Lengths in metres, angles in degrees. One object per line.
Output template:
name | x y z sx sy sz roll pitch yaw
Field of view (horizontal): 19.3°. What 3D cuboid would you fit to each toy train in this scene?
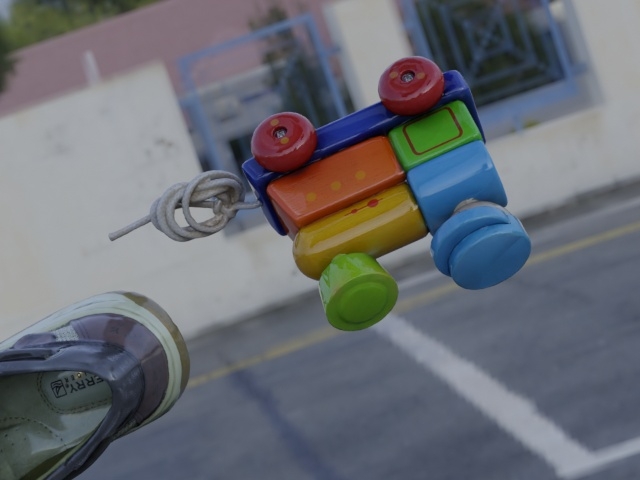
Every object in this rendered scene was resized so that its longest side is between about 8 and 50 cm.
toy train | 0.000 0.000 1.167 0.248 0.105 0.143 -24 49 0

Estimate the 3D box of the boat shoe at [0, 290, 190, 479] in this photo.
boat shoe | -0.161 0.091 0.805 0.223 0.080 0.073 -28 0 19
